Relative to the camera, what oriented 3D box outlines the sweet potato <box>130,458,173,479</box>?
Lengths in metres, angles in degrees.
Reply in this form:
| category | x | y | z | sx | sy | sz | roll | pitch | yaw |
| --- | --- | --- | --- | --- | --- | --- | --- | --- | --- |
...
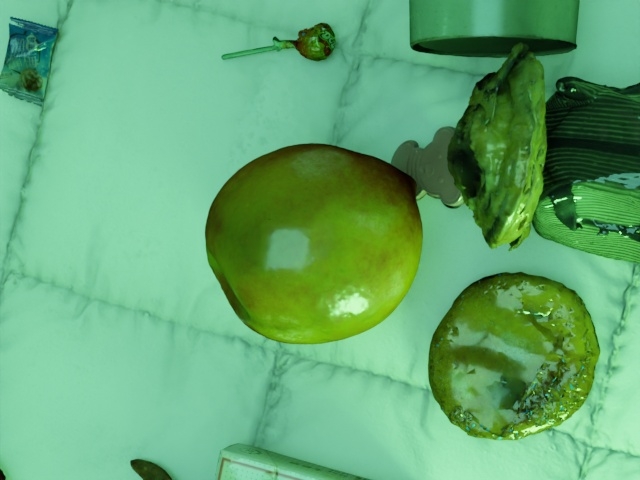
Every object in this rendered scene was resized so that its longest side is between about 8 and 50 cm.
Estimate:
| category | x | y | z | sx | sy | sz | roll | pitch | yaw |
| --- | --- | --- | --- | --- | --- | --- | --- | --- | --- |
| sweet potato | -0.240 | 0.455 | 1.876 | 0.078 | 0.058 | 0.255 | -23 | 61 | 1 |

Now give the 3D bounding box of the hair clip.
| category | x | y | z | sx | sy | sz | roll | pitch | yaw |
| --- | --- | --- | --- | --- | --- | --- | --- | --- | --- |
| hair clip | 0.165 | -0.107 | 1.774 | 0.138 | 0.102 | 0.123 | -1 | 87 | 15 |

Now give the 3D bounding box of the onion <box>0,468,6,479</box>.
| category | x | y | z | sx | sy | sz | roll | pitch | yaw |
| --- | --- | --- | --- | --- | --- | --- | --- | --- | --- |
| onion | -0.628 | 0.451 | 1.957 | 0.173 | 0.135 | 0.198 | 20 | 96 | 17 |

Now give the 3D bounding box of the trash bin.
| category | x | y | z | sx | sy | sz | roll | pitch | yaw |
| --- | --- | --- | --- | --- | --- | --- | --- | --- | --- |
| trash bin | 0.254 | -0.491 | 1.670 | 0.280 | 0.280 | 0.432 | 2 | 93 | 15 |

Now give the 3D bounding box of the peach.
| category | x | y | z | sx | sy | sz | roll | pitch | yaw |
| --- | --- | --- | --- | --- | --- | --- | --- | --- | --- |
| peach | 0.000 | 0.000 | 1.730 | 0.332 | 0.308 | 0.308 | -25 | 83 | -3 |

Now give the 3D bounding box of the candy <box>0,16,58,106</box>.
| category | x | y | z | sx | sy | sz | roll | pitch | yaw |
| --- | --- | --- | --- | --- | --- | --- | --- | --- | --- |
| candy | -0.501 | -0.305 | 1.985 | 0.088 | 0.038 | 0.136 | 15 | 101 | 1 |

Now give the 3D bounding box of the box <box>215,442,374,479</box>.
| category | x | y | z | sx | sy | sz | roll | pitch | yaw |
| --- | --- | --- | --- | --- | --- | --- | --- | --- | --- |
| box | -0.015 | 0.463 | 1.821 | 0.330 | 0.095 | 0.210 | 13 | 92 | 16 |

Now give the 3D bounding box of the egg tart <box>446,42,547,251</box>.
| category | x | y | z | sx | sy | sz | roll | pitch | yaw |
| --- | --- | --- | --- | --- | --- | --- | --- | --- | --- |
| egg tart | 0.245 | -0.133 | 1.628 | 0.132 | 0.297 | 0.297 | 10 | 92 | 5 |

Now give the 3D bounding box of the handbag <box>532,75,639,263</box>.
| category | x | y | z | sx | sy | sz | roll | pitch | yaw |
| --- | --- | --- | --- | --- | --- | --- | --- | --- | --- |
| handbag | 0.450 | -0.097 | 1.632 | 0.340 | 0.240 | 0.247 | 12 | 88 | 16 |

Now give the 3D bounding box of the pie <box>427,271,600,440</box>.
| category | x | y | z | sx | sy | sz | roll | pitch | yaw |
| --- | --- | --- | --- | --- | --- | --- | --- | --- | --- |
| pie | 0.289 | 0.176 | 1.755 | 0.273 | 0.069 | 0.274 | 0 | 91 | 16 |

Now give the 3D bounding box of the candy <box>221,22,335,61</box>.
| category | x | y | z | sx | sy | sz | roll | pitch | yaw |
| --- | --- | --- | --- | --- | --- | --- | --- | --- | --- |
| candy | -0.070 | -0.308 | 1.871 | 0.201 | 0.060 | 0.061 | -4 | 88 | 22 |
